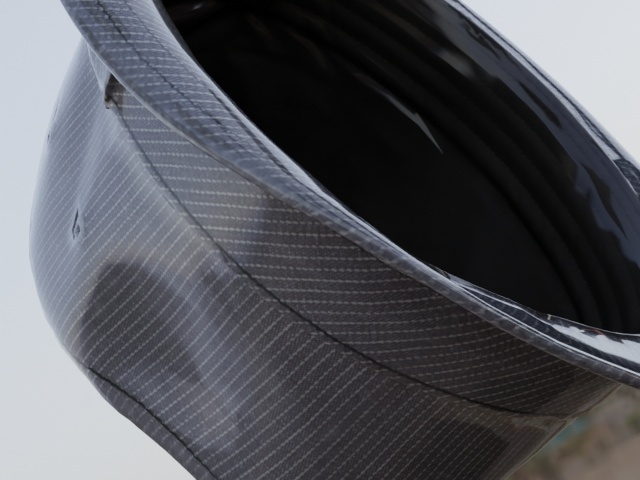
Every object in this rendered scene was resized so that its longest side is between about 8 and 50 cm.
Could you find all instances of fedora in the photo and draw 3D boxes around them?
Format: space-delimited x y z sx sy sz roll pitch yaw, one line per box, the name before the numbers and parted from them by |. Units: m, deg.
fedora | 0.000 0.000 0.547 0.244 0.275 0.124 15 -61 -41
